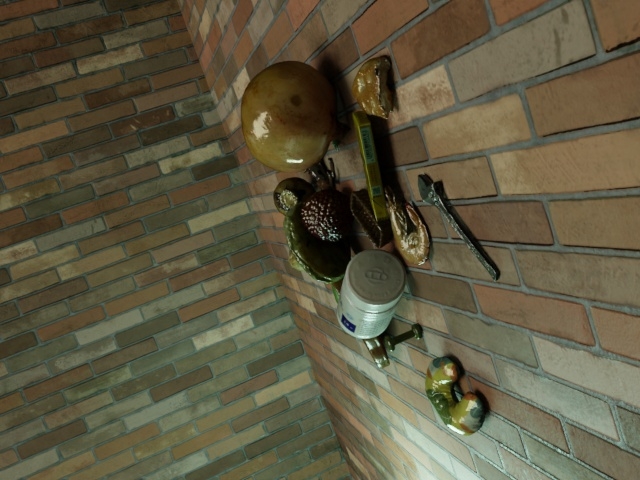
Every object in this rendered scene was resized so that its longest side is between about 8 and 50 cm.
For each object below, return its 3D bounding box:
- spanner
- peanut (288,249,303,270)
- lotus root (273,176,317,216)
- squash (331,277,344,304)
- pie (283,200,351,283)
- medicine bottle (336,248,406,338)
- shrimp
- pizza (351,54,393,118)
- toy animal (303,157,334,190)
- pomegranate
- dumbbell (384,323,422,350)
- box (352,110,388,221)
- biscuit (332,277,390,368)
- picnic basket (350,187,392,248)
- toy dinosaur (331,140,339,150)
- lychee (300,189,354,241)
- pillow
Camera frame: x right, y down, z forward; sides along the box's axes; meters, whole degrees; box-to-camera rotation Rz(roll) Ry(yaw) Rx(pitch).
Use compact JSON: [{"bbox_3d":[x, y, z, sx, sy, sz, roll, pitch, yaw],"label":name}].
[{"bbox_3d":[0.313,-0.038,1.402,0.325,0.026,0.093,59,164,28],"label":"spanner"},{"bbox_3d":[-0.064,0.062,2.640,0.140,0.153,0.325,63,172,2],"label":"peanut"},{"bbox_3d":[-0.090,-0.162,2.324,0.169,0.141,0.314,45,-162,3],"label":"lotus root"},{"bbox_3d":[0.080,0.182,2.454,0.077,0.068,0.219,-105,1,-60],"label":"squash"},{"bbox_3d":[0.000,0.000,2.148,0.071,0.323,0.323,-36,73,38],"label":"pie"},{"bbox_3d":[0.158,0.175,1.927,0.332,0.190,0.189,98,148,-62],"label":"medicine bottle"},{"bbox_3d":[0.233,-0.045,1.627,0.235,0.053,0.133,71,160,-1],"label":"shrimp"},{"bbox_3d":[0.141,-0.372,1.497,0.182,0.063,0.161,125,129,-67],"label":"pizza"},{"bbox_3d":[-0.029,-0.257,2.198,0.260,0.087,0.243,112,137,-65],"label":"toy animal"},{"bbox_3d":[-0.072,-0.363,1.817,0.338,0.338,0.338,159,90,-75],"label":"pomegranate"},{"bbox_3d":[0.259,0.302,1.886,0.046,0.118,0.052,-126,19,-55],"label":"dumbbell"},{"bbox_3d":[0.139,-0.208,1.670,0.153,0.041,0.278,-98,-5,-65],"label":"box"},{"bbox_3d":[0.152,0.303,2.249,0.380,0.074,0.359,65,175,-11],"label":"biscuit"},{"bbox_3d":[0.157,-0.070,1.853,0.110,0.055,0.193,90,155,-52],"label":"picnic basket"},{"bbox_3d":[0.050,-0.321,1.957,0.083,0.021,0.062,154,108,-76],"label":"toy dinosaur"},{"bbox_3d":[0.033,-0.093,2.055,0.188,0.188,0.188,159,90,-75],"label":"lychee"},{"bbox_3d":[0.384,0.446,1.741,0.214,0.086,0.233,103,147,-47],"label":"pillow"}]
